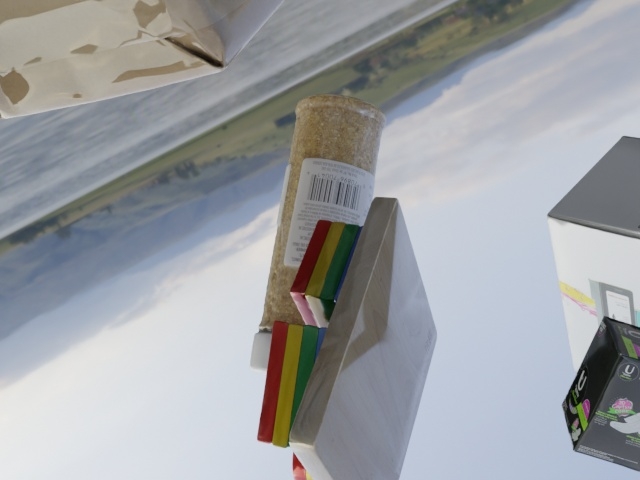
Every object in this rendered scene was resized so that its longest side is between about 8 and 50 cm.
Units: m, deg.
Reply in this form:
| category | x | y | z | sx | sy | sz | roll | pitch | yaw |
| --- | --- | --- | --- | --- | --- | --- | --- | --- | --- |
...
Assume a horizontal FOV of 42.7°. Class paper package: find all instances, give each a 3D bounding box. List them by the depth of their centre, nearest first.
| category | x | y | z | sx | sy | sz | roll | pitch | yaw |
| --- | --- | --- | --- | --- | --- | --- | --- | --- | --- |
| paper package | -0.179 | -0.289 | 0.834 | 0.310 | 0.168 | 0.324 | -4 | -143 | 30 |

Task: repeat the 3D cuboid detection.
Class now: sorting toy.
| category | x | y | z | sx | sy | sz | roll | pitch | yaw |
| --- | --- | --- | --- | --- | --- | --- | --- | --- | --- |
| sorting toy | 0.026 | 0.131 | 0.809 | 0.090 | 0.257 | 0.255 | 6 | -125 | 22 |

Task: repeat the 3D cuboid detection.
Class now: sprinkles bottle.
| category | x | y | z | sx | sy | sz | roll | pitch | yaw |
| --- | --- | --- | --- | --- | --- | --- | --- | --- | --- |
| sprinkles bottle | 0.000 | 0.000 | 1.033 | 0.121 | 0.355 | 0.121 | 10 | 170 | 2 |

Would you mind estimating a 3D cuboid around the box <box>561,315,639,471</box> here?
| category | x | y | z | sx | sy | sz | roll | pitch | yaw |
| --- | --- | --- | --- | --- | --- | --- | --- | --- | --- |
| box | 0.215 | 0.108 | 0.583 | 0.052 | 0.083 | 0.062 | 18 | -157 | 1 |

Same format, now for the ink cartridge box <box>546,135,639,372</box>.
| category | x | y | z | sx | sy | sz | roll | pitch | yaw |
| --- | --- | --- | --- | --- | --- | --- | --- | --- | --- |
| ink cartridge box | 0.436 | 0.040 | 1.026 | 0.197 | 0.270 | 0.198 | 18 | -132 | 44 |
